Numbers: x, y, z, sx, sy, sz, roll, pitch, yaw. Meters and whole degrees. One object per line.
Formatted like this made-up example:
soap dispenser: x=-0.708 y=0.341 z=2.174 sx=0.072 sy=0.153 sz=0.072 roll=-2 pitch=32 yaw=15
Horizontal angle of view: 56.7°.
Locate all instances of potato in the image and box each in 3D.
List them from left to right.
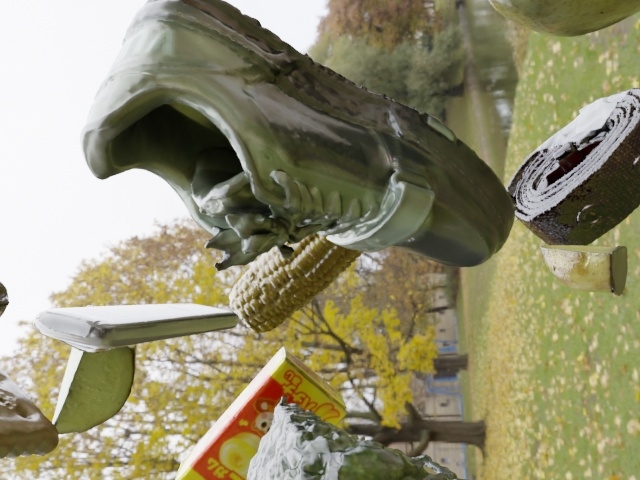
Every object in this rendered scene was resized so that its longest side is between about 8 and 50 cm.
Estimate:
potato: x=-0.307 y=0.179 z=0.822 sx=0.149 sy=0.081 sz=0.120 roll=-65 pitch=24 yaw=10
potato: x=0.361 y=0.038 z=0.823 sx=0.096 sy=0.103 sz=0.066 roll=-4 pitch=-84 yaw=-49

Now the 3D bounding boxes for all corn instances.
corn: x=0.000 y=0.000 z=0.892 sx=0.120 sy=0.363 sz=0.120 roll=41 pitch=-164 yaw=-15

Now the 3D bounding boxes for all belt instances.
belt: x=0.472 y=-0.112 z=1.014 sx=0.164 sy=0.289 sz=0.184 roll=34 pitch=-153 yaw=-20

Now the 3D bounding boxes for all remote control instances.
remote control: x=-0.150 y=0.077 z=0.541 sx=0.261 sy=0.067 sz=0.029 roll=21 pitch=-101 yaw=-76

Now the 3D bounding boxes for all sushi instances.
sushi: x=0.059 y=0.310 z=0.650 sx=0.352 sy=0.294 sz=0.178 roll=126 pitch=165 yaw=-77

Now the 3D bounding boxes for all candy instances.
candy: x=-0.098 y=0.330 z=0.989 sx=0.146 sy=0.276 sz=0.088 roll=40 pitch=179 yaw=-7

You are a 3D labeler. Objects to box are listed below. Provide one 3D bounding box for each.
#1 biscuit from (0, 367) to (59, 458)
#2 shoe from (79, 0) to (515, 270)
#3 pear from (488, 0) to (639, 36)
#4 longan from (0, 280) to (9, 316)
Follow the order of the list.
biscuit: x=-0.424 y=0.146 z=0.573 sx=0.044 sy=0.217 sz=0.325 roll=-59 pitch=-24 yaw=-2
shoe: x=-0.011 y=-0.028 z=0.379 sx=0.109 sy=0.293 sz=0.149 roll=-44 pitch=20 yaw=54
pear: x=0.153 y=-0.213 z=0.376 sx=0.167 sy=0.136 sz=0.167 roll=26 pitch=-147 yaw=-19
longan: x=-0.560 y=0.103 z=0.964 sx=0.113 sy=0.113 sz=0.092 roll=-63 pitch=-32 yaw=-66
